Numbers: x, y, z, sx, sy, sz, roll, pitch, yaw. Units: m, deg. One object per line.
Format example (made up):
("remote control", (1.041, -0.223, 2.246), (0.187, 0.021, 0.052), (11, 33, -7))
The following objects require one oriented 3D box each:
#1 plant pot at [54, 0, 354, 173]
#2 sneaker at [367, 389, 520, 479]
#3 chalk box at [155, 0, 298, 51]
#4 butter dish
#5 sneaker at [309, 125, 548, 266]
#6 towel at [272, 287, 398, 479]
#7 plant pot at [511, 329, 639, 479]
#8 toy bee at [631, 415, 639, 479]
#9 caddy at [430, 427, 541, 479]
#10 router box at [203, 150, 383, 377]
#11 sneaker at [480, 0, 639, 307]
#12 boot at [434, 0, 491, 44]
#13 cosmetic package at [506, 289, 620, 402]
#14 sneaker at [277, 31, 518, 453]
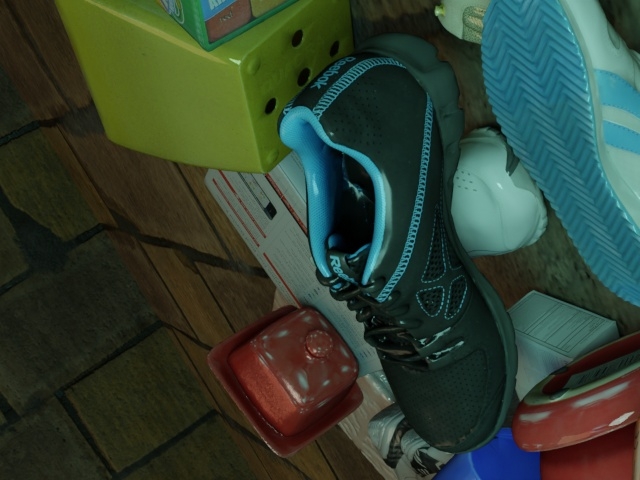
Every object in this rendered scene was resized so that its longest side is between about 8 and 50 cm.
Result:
("plant pot", (-0.085, -0.185, 0.907), (0.187, 0.212, 0.212), (31, 152, 26))
("sneaker", (0.177, 0.279, 1.100), (0.210, 0.137, 0.366), (62, 167, 0))
("chalk box", (-0.068, -0.280, 0.715), (0.289, 0.180, 0.179), (48, 160, 27))
("butter dish", (-0.022, 0.144, 1.149), (0.160, 0.160, 0.118), (52, 138, 11))
("sneaker", (0.089, -0.007, 0.855), (0.111, 0.129, 0.297), (59, 156, 2))
("towel", (0.043, 0.209, 1.466), (0.332, 0.053, 0.317), (50, 160, 16))
("plant pot", (0.243, 0.157, 0.682), (0.174, 0.191, 0.191), (63, 162, 4))
("toy bee", (0.325, 0.153, 0.504), (0.298, 0.195, 0.162), (20, 166, 44))
("caddy", (0.193, 0.319, 0.806), (0.341, 0.241, 0.179), (30, 131, 8))
("router box", (0.000, 0.000, 1.172), (0.335, 0.082, 0.301), (55, 162, 2))
("sneaker", (0.175, -0.071, 0.584), (0.228, 0.092, 0.087), (58, 159, -21))
("boot", (0.084, -0.215, 0.605), (0.213, 0.077, 0.165), (39, 157, 25))
("cosmetic package", (0.240, 0.164, 0.882), (0.099, 0.060, 0.239), (27, 146, 55))
("sneaker", (0.050, 0.026, 0.732), (0.125, 0.140, 0.340), (-1, 114, 40))
